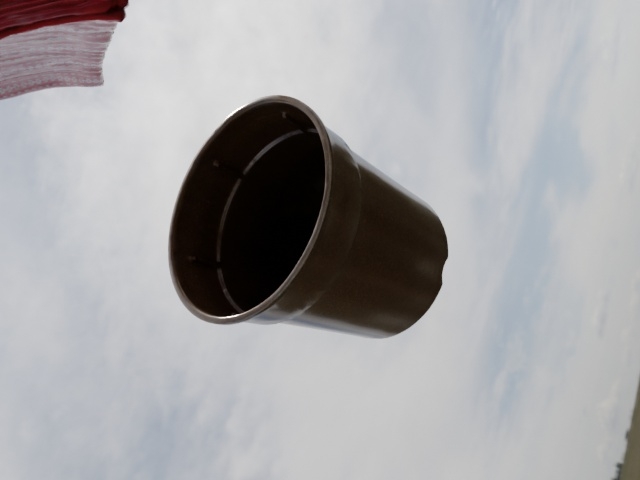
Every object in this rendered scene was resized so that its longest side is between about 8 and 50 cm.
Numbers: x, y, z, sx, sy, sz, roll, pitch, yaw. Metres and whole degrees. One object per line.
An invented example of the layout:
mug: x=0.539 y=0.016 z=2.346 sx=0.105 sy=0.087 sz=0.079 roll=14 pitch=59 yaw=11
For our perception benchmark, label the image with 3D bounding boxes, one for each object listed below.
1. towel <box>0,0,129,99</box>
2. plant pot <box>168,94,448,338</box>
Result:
towel: x=-0.214 y=-0.096 z=0.461 sx=0.199 sy=0.275 sz=0.031 roll=-18 pitch=-81 yaw=-16
plant pot: x=0.000 y=0.000 z=0.606 sx=0.165 sy=0.167 sz=0.167 roll=23 pitch=-102 yaw=-43
